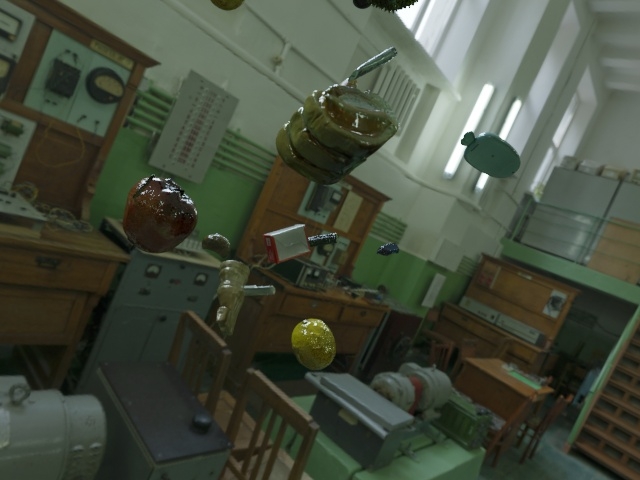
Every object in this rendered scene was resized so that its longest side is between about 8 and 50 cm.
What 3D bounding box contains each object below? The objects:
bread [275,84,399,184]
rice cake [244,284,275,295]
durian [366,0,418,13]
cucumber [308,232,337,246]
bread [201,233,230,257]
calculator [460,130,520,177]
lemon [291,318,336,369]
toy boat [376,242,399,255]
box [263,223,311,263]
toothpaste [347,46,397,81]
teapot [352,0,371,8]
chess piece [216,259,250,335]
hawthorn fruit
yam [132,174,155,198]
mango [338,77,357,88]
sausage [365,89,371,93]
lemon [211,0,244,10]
[{"bbox_3d":[0.036,-0.299,1.331,0.300,0.210,0.341,1,-23,-45],"label":"bread"},{"bbox_3d":[-0.368,0.288,2.496,0.256,0.052,0.057,-7,-52,36],"label":"rice cake"},{"bbox_3d":[0.200,-0.690,1.140,0.146,0.159,0.198,15,22,-51],"label":"durian"},{"bbox_3d":[0.000,-0.001,2.279,0.187,0.058,0.058,-10,5,0],"label":"cucumber"},{"bbox_3d":[-0.404,0.012,1.689,0.113,0.082,0.060,29,32,-7],"label":"bread"},{"bbox_3d":[0.754,-0.384,1.926,0.295,0.042,0.184,32,-41,-7],"label":"calculator"},{"bbox_3d":[-0.034,0.539,2.229,0.234,0.288,0.233,-16,11,3],"label":"lemon"},{"bbox_3d":[0.196,0.030,1.259,0.083,0.038,0.038,-8,23,-36],"label":"toy boat"},{"bbox_3d":[-0.145,0.013,1.880,0.182,0.133,0.099,-20,14,-31],"label":"box"},{"bbox_3d":[0.185,-0.617,1.504,0.039,0.239,0.062,51,-28,-1],"label":"toothpaste"},{"bbox_3d":[0.138,-0.815,1.440,0.100,0.045,0.068,8,-16,-7],"label":"teapot"},{"bbox_3d":[-0.377,0.240,1.797,0.137,0.300,0.137,1,-33,1],"label":"chess piece"},{"bbox_3d":[-0.674,-0.080,1.752,0.285,0.369,0.284,37,23,-19],"label":"hawthorn fruit"},{"bbox_3d":[-0.594,-0.181,1.448,0.014,0.107,0.014,38,-7,6],"label":"yam"},{"bbox_3d":[0.116,-0.766,2.292,0.109,0.227,0.147,39,28,-9],"label":"mango"},{"bbox_3d":[0.230,-0.691,2.168,0.036,0.158,0.042,-4,-27,42],"label":"sausage"},{"bbox_3d":[-0.389,-1.075,1.802,0.187,0.244,0.187,11,-23,5],"label":"lemon"}]
